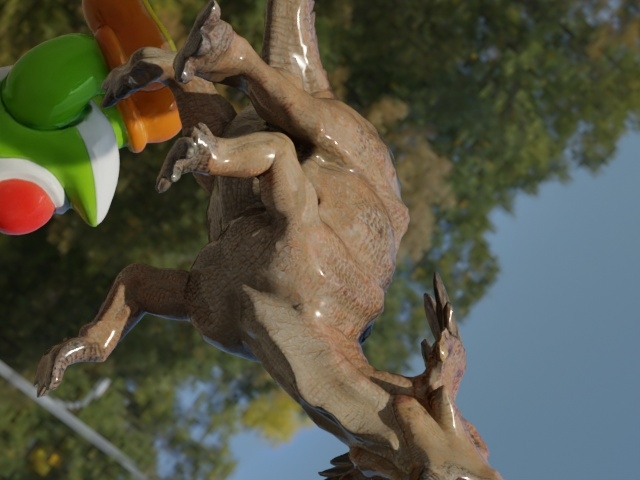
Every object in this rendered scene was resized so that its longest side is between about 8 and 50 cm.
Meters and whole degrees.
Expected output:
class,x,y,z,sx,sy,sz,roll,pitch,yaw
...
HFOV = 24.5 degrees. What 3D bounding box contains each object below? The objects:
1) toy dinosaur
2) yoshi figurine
class,x,y,z,sx,sy,sz,roll,pitch,yaw
toy dinosaur,0.000,0.000,0.672,0.127,0.200,0.295,-38,-143,46
yoshi figurine,-0.298,-0.082,1.170,0.362,0.203,0.203,-33,-159,-16
